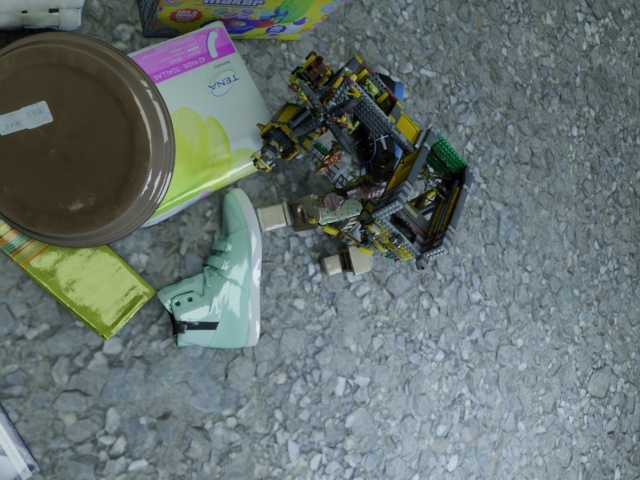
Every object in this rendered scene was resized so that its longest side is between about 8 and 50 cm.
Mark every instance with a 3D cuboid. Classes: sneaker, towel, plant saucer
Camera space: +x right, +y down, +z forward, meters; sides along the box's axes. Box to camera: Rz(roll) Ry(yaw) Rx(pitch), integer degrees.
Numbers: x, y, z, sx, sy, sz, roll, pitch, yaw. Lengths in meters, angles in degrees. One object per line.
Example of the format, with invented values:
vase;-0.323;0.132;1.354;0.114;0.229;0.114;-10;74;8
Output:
sneaker;-0.174;0.042;0.777;0.151;0.094;0.256;0;86;-24
towel;-0.355;0.027;0.709;0.237;0.021;0.102;46;69;-11
plant saucer;-0.328;-0.122;0.640;0.277;0.041;0.278;0;101;-1
sneaker;0.098;-0.207;0.948;0.090;0.081;0.233;12;74;-24

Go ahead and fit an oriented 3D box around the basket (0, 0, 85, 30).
basket;-0.439;-0.392;0.607;0.254;0.201;0.289;-22;74;-37

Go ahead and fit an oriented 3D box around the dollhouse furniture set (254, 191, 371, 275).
dollhouse furniture set;0.000;0.000;0.866;0.181;0.101;0.161;-16;95;-28

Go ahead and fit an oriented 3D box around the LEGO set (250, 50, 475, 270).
LEGO set;0.042;-0.075;0.694;0.331;0.254;0.192;48;49;-22

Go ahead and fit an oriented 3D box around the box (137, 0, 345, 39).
box;-0.140;-0.484;0.779;0.289;0.177;0.279;-11;92;-29

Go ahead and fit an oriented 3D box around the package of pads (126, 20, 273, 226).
package of pads;-0.220;-0.169;0.760;0.296;0.101;0.229;-34;102;-25

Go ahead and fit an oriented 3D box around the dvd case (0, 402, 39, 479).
dvd case;-0.506;0.290;0.629;0.221;0.018;0.165;-29;100;-26
